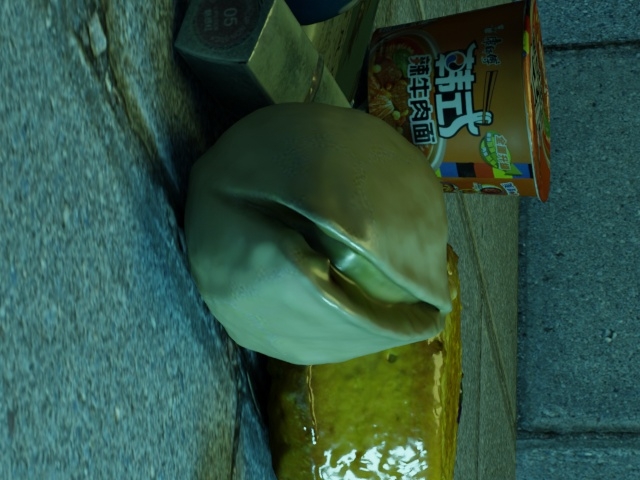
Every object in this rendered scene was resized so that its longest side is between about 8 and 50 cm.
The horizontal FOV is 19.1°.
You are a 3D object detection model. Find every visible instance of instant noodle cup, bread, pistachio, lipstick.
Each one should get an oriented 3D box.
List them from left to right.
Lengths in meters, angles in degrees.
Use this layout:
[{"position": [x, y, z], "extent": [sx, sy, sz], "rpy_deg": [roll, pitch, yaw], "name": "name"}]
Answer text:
[{"position": [-0.034, -0.119, 1.568], "extent": [0.290, 0.077, 0.076], "rpy_deg": [54, 54, -64], "name": "lipstick"}, {"position": [0.000, 0.000, 1.454], "extent": [0.208, 0.226, 0.332], "rpy_deg": [-51, 171, 1], "name": "pistachio"}, {"position": [0.042, 0.126, 1.717], "extent": [0.312, 0.172, 0.312], "rpy_deg": [-2, 90, -81], "name": "bread"}, {"position": [0.167, -0.164, 2.267], "extent": [0.250, 0.192, 0.250], "rpy_deg": [-3, 90, -78], "name": "instant noodle cup"}]

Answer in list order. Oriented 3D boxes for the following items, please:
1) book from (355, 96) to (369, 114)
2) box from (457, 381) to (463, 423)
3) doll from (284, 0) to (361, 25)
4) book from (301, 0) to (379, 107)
[{"position": [0.083, -0.084, 2.367], "extent": [0.310, 0.021, 0.217], "rpy_deg": [-54, 139, -73], "name": "book"}, {"position": [0.099, 0.093, 2.203], "extent": [0.134, 0.097, 0.345], "rpy_deg": [-73, 159, -44], "name": "box"}, {"position": [-0.017, -0.301, 1.578], "extent": [0.215, 0.161, 0.257], "rpy_deg": [131, -41, -65], "name": "doll"}, {"position": [0.018, -0.221, 1.855], "extent": [0.379, 0.031, 0.264], "rpy_deg": [-48, 154, -74], "name": "book"}]
